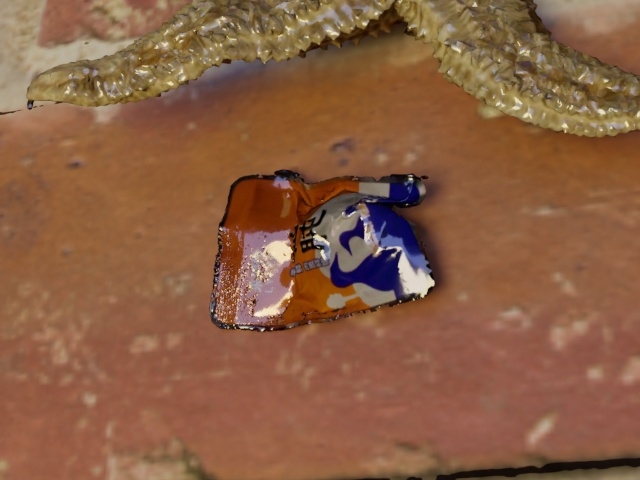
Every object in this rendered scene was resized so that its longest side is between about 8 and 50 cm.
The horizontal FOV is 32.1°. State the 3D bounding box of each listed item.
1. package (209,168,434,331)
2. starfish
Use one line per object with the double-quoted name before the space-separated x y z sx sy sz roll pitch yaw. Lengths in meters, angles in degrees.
"package" 0.001 0.001 0.506 0.111 0.033 0.077 -8 85 31
"starfish" 0.037 -0.168 0.549 0.302 0.084 0.293 2 61 16
